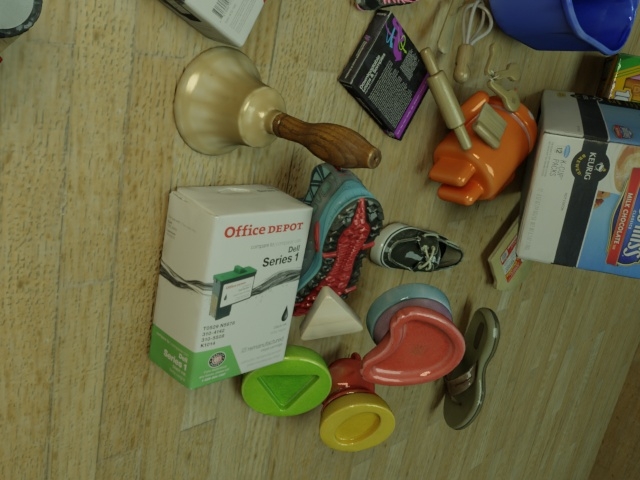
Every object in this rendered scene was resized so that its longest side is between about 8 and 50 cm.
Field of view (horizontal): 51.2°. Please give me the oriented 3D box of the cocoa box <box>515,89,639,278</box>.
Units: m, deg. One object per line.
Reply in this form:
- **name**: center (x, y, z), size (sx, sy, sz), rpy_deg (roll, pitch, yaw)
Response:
- **cocoa box**: center (0.492, -0.115, 1.200), size (0.347, 0.227, 0.232), rpy_deg (-53, 152, -61)

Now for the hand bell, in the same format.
- **hand bell**: center (-0.032, -0.119, 0.696), size (0.126, 0.242, 0.126), rpy_deg (-25, 127, -38)

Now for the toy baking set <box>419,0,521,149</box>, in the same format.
- **toy baking set**: center (0.225, -0.266, 1.017), size (0.197, 0.030, 0.256), rpy_deg (-45, 114, -32)

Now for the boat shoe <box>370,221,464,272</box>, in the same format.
- **boat shoe**: center (0.171, 0.016, 1.140), size (0.219, 0.070, 0.078), rpy_deg (-1, 111, -48)

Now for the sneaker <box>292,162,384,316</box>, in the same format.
- **sneaker**: center (0.000, 0.000, 0.909), size (0.104, 0.125, 0.262), rpy_deg (-5, 141, -32)

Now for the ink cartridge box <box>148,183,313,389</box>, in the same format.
- **ink cartridge box**: center (-0.110, 0.050, 0.821), size (0.160, 0.092, 0.220), rpy_deg (-9, 118, -46)

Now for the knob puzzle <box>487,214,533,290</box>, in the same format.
- **knob puzzle**: center (0.427, 0.028, 1.470), size (0.213, 0.030, 0.213), rpy_deg (-26, 127, -39)

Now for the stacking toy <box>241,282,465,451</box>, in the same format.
- **stacking toy**: center (0.038, 0.160, 1.011), size (0.279, 0.130, 0.309), rpy_deg (25, 120, -26)

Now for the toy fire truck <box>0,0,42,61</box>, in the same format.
- **toy fire truck**: center (-0.336, -0.154, 0.423), size (0.246, 0.158, 0.217), rpy_deg (-45, 140, -5)

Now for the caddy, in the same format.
- **caddy**: center (0.409, -0.423, 1.045), size (0.341, 0.179, 0.242), rpy_deg (-1, 98, -49)

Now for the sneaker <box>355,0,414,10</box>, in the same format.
- **sneaker**: center (0.097, -0.325, 0.876), size (0.119, 0.057, 0.047), rpy_deg (-27, 131, -36)

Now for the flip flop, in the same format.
- **flip flop**: center (0.305, 0.271, 1.421), size (0.080, 0.112, 0.277), rpy_deg (5, 111, -23)

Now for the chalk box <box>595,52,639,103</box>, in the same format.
- **chalk box**: center (0.733, -0.275, 1.401), size (0.180, 0.288, 0.179), rpy_deg (-39, 142, -73)

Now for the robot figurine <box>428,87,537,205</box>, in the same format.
- **robot figurine**: center (0.275, -0.156, 1.117), size (0.219, 0.158, 0.128), rpy_deg (-46, 180, -21)

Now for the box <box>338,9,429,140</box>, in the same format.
- **box**: center (0.099, -0.232, 0.953), size (0.162, 0.029, 0.116), rpy_deg (36, 81, -53)

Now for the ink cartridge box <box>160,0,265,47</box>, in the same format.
- **ink cartridge box**: center (-0.118, -0.278, 0.651), size (0.150, 0.063, 0.109), rpy_deg (28, 89, -51)
